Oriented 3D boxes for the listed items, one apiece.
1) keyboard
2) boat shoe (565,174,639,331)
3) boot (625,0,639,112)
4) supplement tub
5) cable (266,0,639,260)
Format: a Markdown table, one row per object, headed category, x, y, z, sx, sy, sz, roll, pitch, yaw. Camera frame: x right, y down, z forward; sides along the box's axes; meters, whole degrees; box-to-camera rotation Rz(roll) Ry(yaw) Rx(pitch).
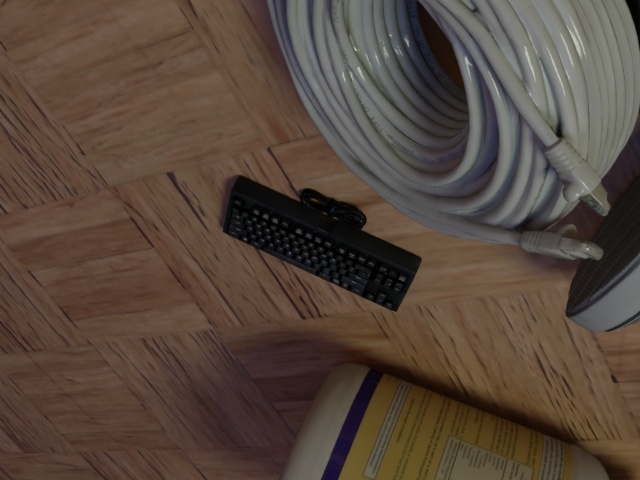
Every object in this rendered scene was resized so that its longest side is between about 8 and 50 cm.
| category | x | y | z | sx | sy | sz | roll | pitch | yaw |
| --- | --- | --- | --- | --- | --- | --- | --- | --- | --- |
| keyboard | 0.000 | 0.000 | 0.855 | 0.180 | 0.023 | 0.108 | 24 | 138 | 3 |
| boat shoe | 0.276 | -0.023 | 0.627 | 0.094 | 0.109 | 0.302 | 29 | 136 | -4 |
| boot | 0.203 | -0.221 | 0.499 | 0.115 | 0.112 | 0.305 | -14 | 125 | 0 |
| supplement tub | 0.128 | 0.278 | 0.899 | 0.331 | 0.241 | 0.241 | 20 | 138 | 10 |
| cable | 0.071 | -0.118 | 0.584 | 0.257 | 0.089 | 0.257 | 9 | 130 | 61 |
